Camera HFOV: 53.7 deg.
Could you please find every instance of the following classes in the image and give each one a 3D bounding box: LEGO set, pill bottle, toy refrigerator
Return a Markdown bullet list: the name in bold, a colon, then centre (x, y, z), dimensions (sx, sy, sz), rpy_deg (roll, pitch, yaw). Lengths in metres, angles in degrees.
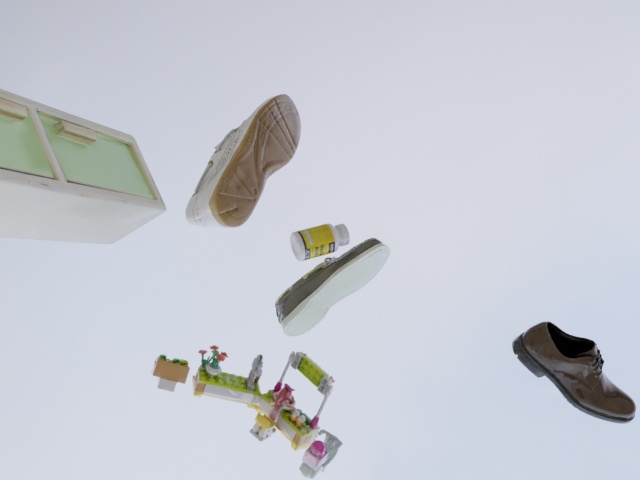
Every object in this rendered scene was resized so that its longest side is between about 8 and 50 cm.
- **LEGO set**: centre (-0.087, 0.198, 0.877), dimensions (0.287, 0.132, 0.107), rpy_deg (28, -74, 15)
- **pill bottle**: centre (0.000, 0.000, 1.331), dimensions (0.116, 0.065, 0.065), rpy_deg (-16, -137, -20)
- **toy refrigerator**: centre (-0.264, -0.066, 0.601), dimensions (0.094, 0.269, 0.102), rpy_deg (-29, -101, 14)

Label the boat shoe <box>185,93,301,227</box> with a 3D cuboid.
- **boat shoe**: centre (-0.118, -0.125, 0.946), dimensions (0.096, 0.098, 0.277), rpy_deg (-6, -142, 35)

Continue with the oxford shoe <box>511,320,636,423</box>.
- **oxford shoe**: centre (0.435, 0.217, 1.037), dimensions (0.227, 0.096, 0.083), rpy_deg (36, -141, 0)

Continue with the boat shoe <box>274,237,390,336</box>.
- **boat shoe**: centre (0.019, 0.089, 1.410), dimensions (0.305, 0.109, 0.091), rpy_deg (-41, -129, 12)
